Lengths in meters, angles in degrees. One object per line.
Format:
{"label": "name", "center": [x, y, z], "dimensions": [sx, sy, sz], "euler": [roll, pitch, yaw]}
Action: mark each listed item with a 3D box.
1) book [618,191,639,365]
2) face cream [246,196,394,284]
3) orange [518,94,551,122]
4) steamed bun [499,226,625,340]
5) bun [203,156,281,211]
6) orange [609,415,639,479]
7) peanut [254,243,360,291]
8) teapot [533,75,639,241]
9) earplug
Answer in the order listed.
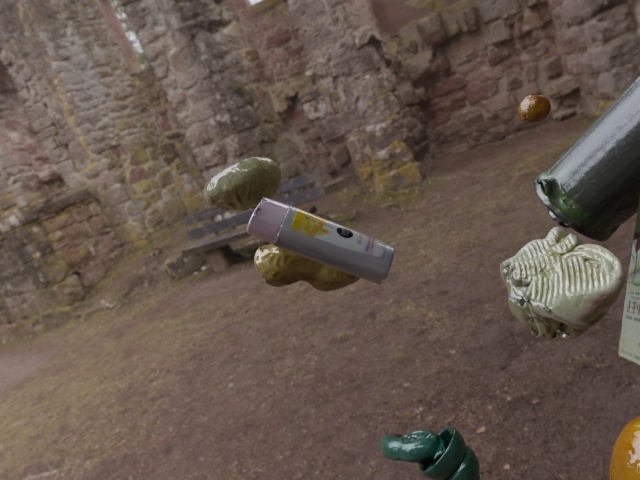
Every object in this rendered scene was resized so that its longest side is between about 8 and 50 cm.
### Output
{"label": "book", "center": [0.507, 0.047, 0.731], "dimensions": [0.026, 0.289, 0.201], "euler": [8, -2, 13]}
{"label": "face cream", "center": [0.000, 0.000, 0.918], "dimensions": [0.270, 0.073, 0.107], "euler": [21, 27, -1]}
{"label": "orange", "center": [0.570, -0.349, 1.309], "dimensions": [0.085, 0.084, 0.085], "euler": [-22, 13, 5]}
{"label": "steamed bun", "center": [0.640, 0.135, 1.295], "dimensions": [0.280, 0.207, 0.268], "euler": [-33, 39, -1]}
{"label": "bun", "center": [-0.197, -0.133, 1.311], "dimensions": [0.223, 0.127, 0.222], "euler": [-28, -1, -1]}
{"label": "orange", "center": [0.475, 0.315, 0.661], "dimensions": [0.159, 0.158, 0.136], "euler": [-31, 23, -30]}
{"label": "peanut", "center": [-0.020, 0.054, 1.241], "dimensions": [0.306, 0.146, 0.147], "euler": [10, -2, -25]}
{"label": "teapot", "center": [0.581, -0.149, 0.903], "dimensions": [0.337, 0.271, 0.200], "euler": [-55, 35, 37]}
{"label": "earplug", "center": [0.324, 0.639, 1.446], "dimensions": [0.164, 0.280, 0.257], "euler": [-39, -23, -50]}
